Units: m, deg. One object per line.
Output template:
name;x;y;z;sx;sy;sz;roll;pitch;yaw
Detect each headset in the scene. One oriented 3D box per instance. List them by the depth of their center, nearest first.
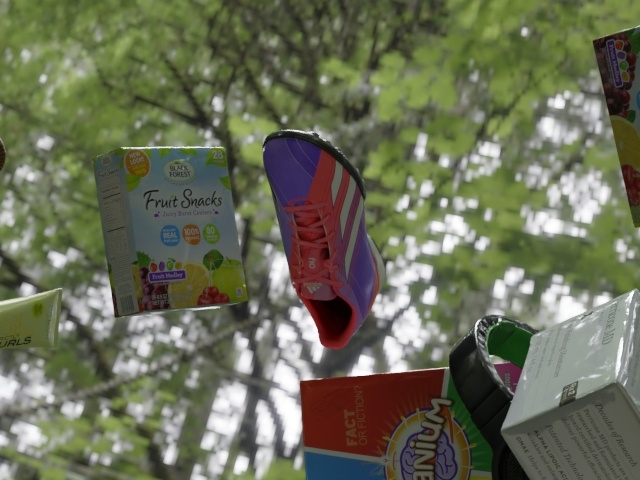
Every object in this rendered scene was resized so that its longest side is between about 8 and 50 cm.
headset;0.301;0.218;1.668;0.185;0.394;0.243;-48;-30;23

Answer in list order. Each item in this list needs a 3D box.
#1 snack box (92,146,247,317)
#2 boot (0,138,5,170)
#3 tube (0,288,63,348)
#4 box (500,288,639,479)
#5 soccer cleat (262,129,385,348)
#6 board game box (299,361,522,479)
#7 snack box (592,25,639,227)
snack box;-0.190;-0.013;2.022;0.174;0.207;0.070;-5;-8;-45
boot;-0.402;-0.142;1.846;0.059;0.085;0.158;-9;-41;-8
tube;-0.470;0.122;2.285;0.240;0.062;0.070;-5;-30;-47
box;0.267;0.173;1.416;0.119;0.181;0.182;-27;-76;26
soccer cleat;0.000;0.000;1.864;0.108;0.116;0.318;6;-36;22
board game box;0.140;0.268;1.848;0.316;0.242;0.064;-5;-32;0
snack box;0.255;-0.087;1.128;0.100;0.037;0.141;-12;-88;48
